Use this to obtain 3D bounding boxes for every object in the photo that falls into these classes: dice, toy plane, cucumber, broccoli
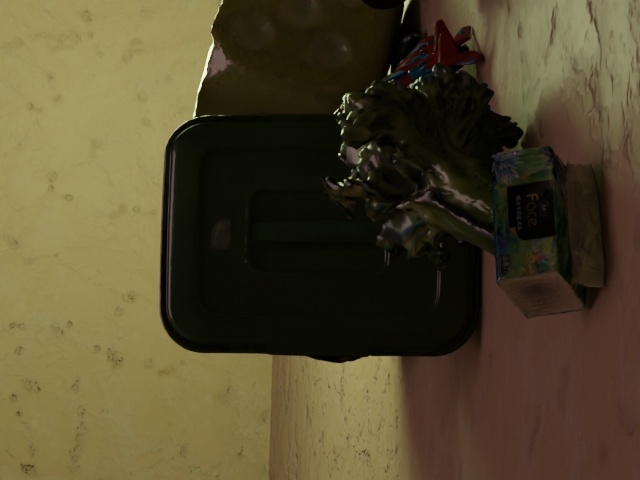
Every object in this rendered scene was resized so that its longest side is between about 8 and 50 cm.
[{"bbox_3d":[-0.025,-0.231,2.195,0.238,0.227,0.233,103,-176,-64],"label":"dice"},{"bbox_3d":[0.086,-0.161,1.810,0.189,0.061,0.130,-37,29,16],"label":"toy plane"},{"bbox_3d":[0.101,-0.207,2.143,0.184,0.033,0.036,101,-170,-55],"label":"cucumber"},{"bbox_3d":[0.109,-0.068,1.517,0.177,0.198,0.275,-43,17,-4],"label":"broccoli"}]

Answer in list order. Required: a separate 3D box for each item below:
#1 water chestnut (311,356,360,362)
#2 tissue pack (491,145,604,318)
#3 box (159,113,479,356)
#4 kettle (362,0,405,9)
[{"bbox_3d":[-0.022,0.027,2.104,0.300,0.300,0.300,-178,90,-82],"label":"water chestnut"},{"bbox_3d":[0.183,-0.008,1.346,0.085,0.079,0.111,43,-138,-56],"label":"tissue pack"},{"bbox_3d":[0.000,0.000,1.816,0.178,0.329,0.252,83,-171,-84],"label":"box"},{"bbox_3d":[0.066,-0.425,1.764,0.262,0.203,0.308,61,166,15],"label":"kettle"}]
